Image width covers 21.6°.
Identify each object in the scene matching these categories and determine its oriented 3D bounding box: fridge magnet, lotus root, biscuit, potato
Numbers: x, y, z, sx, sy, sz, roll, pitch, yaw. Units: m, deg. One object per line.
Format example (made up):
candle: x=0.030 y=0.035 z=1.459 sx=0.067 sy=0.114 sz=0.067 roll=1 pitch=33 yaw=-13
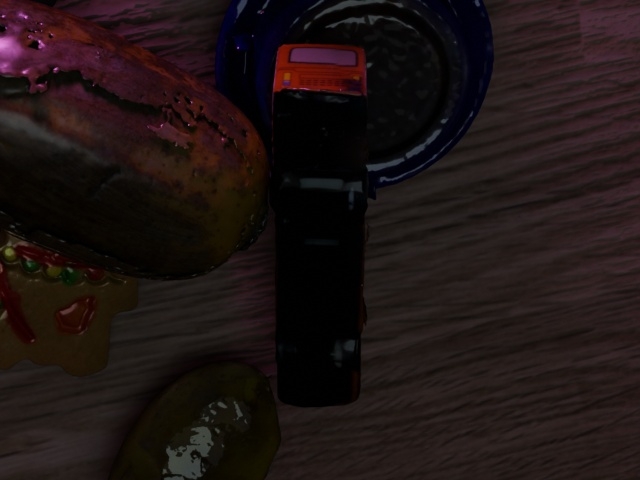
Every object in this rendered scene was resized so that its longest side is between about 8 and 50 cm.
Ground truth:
fridge magnet: x=0.034 y=-0.163 z=1.573 sx=0.265 sy=0.112 sz=0.265 roll=-4 pitch=117 yaw=-9
lotus root: x=-0.221 y=-0.094 z=1.475 sx=0.397 sy=0.179 sz=0.196 roll=22 pitch=109 yaw=-25
biscuit: x=-0.244 y=0.024 z=1.607 sx=0.212 sy=0.041 sz=0.238 roll=37 pitch=95 yaw=-33
potato: x=-0.129 y=0.226 z=1.683 sx=0.149 sy=0.113 sz=0.251 roll=36 pitch=99 yaw=-22

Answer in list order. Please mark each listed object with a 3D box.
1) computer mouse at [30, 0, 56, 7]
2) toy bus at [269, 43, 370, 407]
computer mouse: x=-0.315 y=-0.340 z=1.433 sx=0.188 sy=0.122 sz=0.371 roll=-3 pitch=121 yaw=-13
toy bus: x=0.000 y=0.000 z=1.561 sx=0.093 sy=0.092 sz=0.408 roll=2 pitch=135 yaw=0
